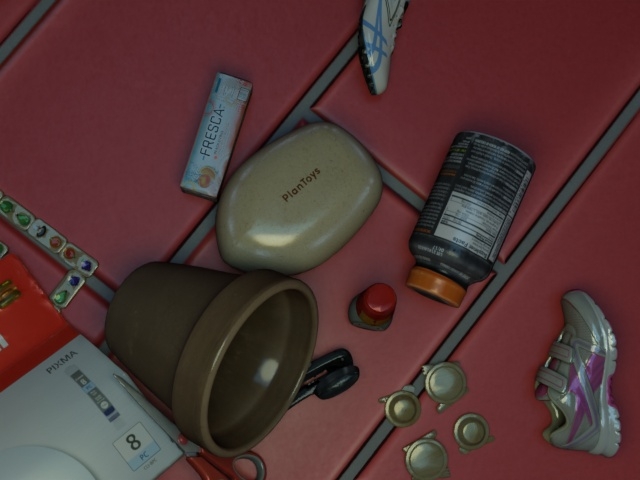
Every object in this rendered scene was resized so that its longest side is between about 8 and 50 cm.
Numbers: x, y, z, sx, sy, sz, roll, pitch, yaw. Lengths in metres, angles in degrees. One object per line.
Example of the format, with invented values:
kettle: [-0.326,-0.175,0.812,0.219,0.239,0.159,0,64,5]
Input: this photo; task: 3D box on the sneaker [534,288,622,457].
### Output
sneaker: [0.373,0.198,1.575,0.111,0.103,0.252,-4,85,-7]

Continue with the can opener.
can opener: [-0.032,0.215,1.564,0.186,0.073,0.059,-24,95,3]

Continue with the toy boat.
toy boat: [0.000,0.000,1.555,0.267,0.148,0.318,-35,81,-12]

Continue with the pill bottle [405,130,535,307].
pill bottle: [0.211,-0.027,1.568,0.130,0.130,0.245,25,84,-2]

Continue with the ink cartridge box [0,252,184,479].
ink cartridge box: [-0.422,0.241,1.457,0.308,0.091,0.385,-38,93,-27]

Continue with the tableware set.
tableware set: [0.173,0.270,1.594,0.141,0.020,0.168,-25,89,-4]

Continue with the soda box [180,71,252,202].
soda box: [-0.154,-0.153,1.582,0.058,0.063,0.183,18,83,-2]

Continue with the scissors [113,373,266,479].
scissors: [-0.184,0.297,1.487,0.297,0.021,0.109,38,48,-27]

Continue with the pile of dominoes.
pile of dominoes: [-0.482,0.036,1.551,0.251,0.040,0.196,36,83,0]

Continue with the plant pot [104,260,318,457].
plant pot: [-0.164,0.135,1.472,0.229,0.263,0.263,23,83,28]

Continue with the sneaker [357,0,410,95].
sneaker: [0.097,-0.337,1.608,0.086,0.085,0.237,2,86,0]
